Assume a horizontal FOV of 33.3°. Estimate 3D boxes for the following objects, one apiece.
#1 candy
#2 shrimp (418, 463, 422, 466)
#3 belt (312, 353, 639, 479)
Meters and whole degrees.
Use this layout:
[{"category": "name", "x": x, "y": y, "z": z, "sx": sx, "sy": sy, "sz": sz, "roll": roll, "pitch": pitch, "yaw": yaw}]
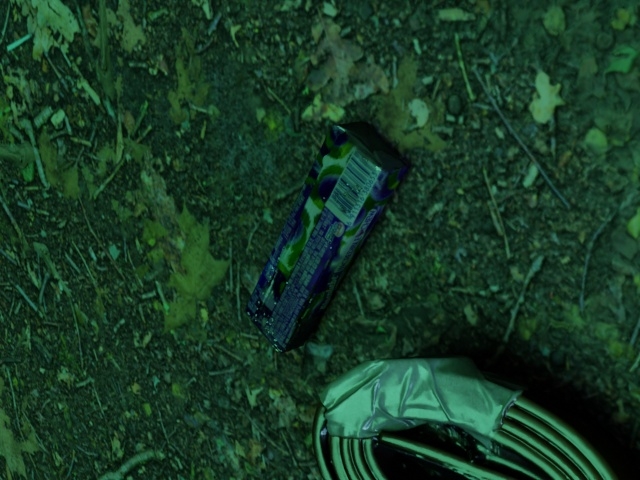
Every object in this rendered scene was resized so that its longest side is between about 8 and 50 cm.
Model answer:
[{"category": "candy", "x": 0.000, "y": 0.000, "z": 1.249, "sx": 0.088, "sy": 0.061, "sz": 0.312, "roll": 47, "pitch": 131, "yaw": 22}, {"category": "shrimp", "x": 0.137, "y": 0.268, "z": 1.214, "sx": 0.360, "sy": 0.085, "sz": 0.247, "roll": 19, "pitch": 111, "yaw": 42}, {"category": "belt", "x": 0.155, "y": 0.235, "z": 1.078, "sx": 0.338, "sy": 0.122, "sz": 0.217, "roll": 22, "pitch": 96, "yaw": 24}]
